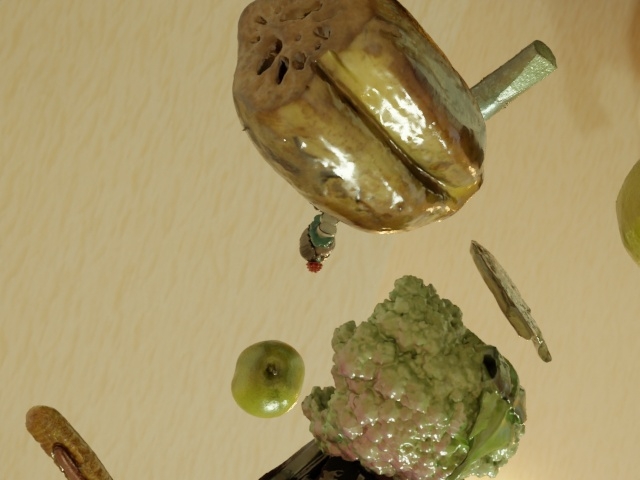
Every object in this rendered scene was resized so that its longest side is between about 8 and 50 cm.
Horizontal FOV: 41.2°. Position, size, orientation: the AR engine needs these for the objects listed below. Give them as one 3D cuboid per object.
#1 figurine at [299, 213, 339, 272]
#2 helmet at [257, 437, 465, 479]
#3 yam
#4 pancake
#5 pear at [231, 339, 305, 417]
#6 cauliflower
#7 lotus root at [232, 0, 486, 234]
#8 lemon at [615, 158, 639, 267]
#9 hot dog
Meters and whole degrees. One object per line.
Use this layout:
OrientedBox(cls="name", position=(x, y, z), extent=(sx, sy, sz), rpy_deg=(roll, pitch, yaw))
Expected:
OrientedBox(cls="figurine", position=(0.000, 0.000, 1.113), extent=(0.047, 0.060, 0.106), rpy_deg=(0, 159, -12))
OrientedBox(cls="helmet", position=(0.030, 0.389, 1.026), extent=(0.271, 0.338, 0.197), rpy_deg=(36, 158, 21))
OrientedBox(cls="yam", position=(0.331, -0.277, 1.494), extent=(0.068, 0.068, 0.169), rpy_deg=(22, 136, -38))
OrientedBox(cls="pancake", position=(0.296, 0.089, 1.323), extent=(0.235, 0.029, 0.212), rpy_deg=(43, -161, -45))
OrientedBox(cls="pear", position=(-0.116, 0.301, 1.905), extent=(0.166, 0.180, 0.216), rpy_deg=(28, 153, 6))
OrientedBox(cls="cauliflower", position=(0.118, 0.154, 0.982), extent=(0.256, 0.239, 0.315), rpy_deg=(23, -158, -8))
OrientedBox(cls="lotus root", position=(0.048, -0.104, 0.789), extent=(0.193, 0.193, 0.291), rpy_deg=(12, 165, 41))
OrientedBox(cls="lemon", position=(0.422, -0.031, 0.939), extent=(0.184, 0.184, 0.248), rpy_deg=(14, 174, 28))
OrientedBox(cls="hot dog", position=(-0.384, 0.345, 1.328), extent=(0.215, 0.066, 0.047), rpy_deg=(61, -167, -18))
